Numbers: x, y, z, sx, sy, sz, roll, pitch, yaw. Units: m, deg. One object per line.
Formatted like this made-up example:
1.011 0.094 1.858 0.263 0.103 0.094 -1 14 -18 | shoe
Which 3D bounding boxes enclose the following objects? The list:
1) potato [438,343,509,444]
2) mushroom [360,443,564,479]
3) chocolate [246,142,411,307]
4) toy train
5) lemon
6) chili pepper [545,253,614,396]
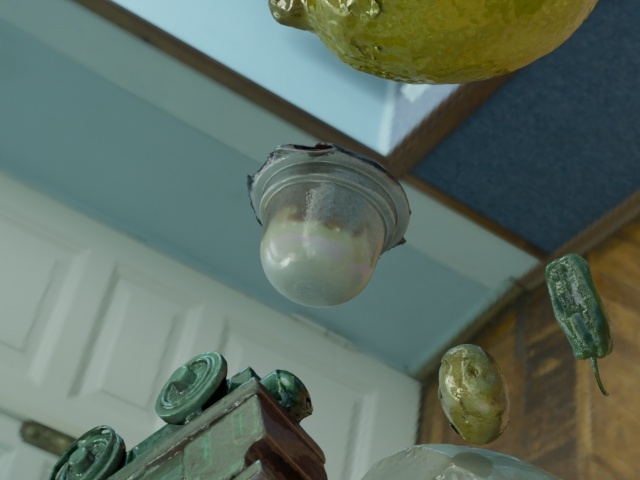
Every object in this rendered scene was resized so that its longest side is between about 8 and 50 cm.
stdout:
0.183 0.185 1.294 0.080 0.107 0.170 -27 -25 -8 | potato
0.216 0.331 1.357 0.128 0.350 0.128 11 -90 -80 | mushroom
0.001 -0.003 1.265 0.221 0.221 0.147 -47 21 38 | chocolate
-0.133 0.243 0.988 0.304 0.150 0.221 -37 25 9 | toy train
0.106 -0.256 0.939 0.319 0.245 0.245 -16 26 0 | lemon
0.372 0.116 1.513 0.072 0.073 0.204 -32 69 44 | chili pepper
